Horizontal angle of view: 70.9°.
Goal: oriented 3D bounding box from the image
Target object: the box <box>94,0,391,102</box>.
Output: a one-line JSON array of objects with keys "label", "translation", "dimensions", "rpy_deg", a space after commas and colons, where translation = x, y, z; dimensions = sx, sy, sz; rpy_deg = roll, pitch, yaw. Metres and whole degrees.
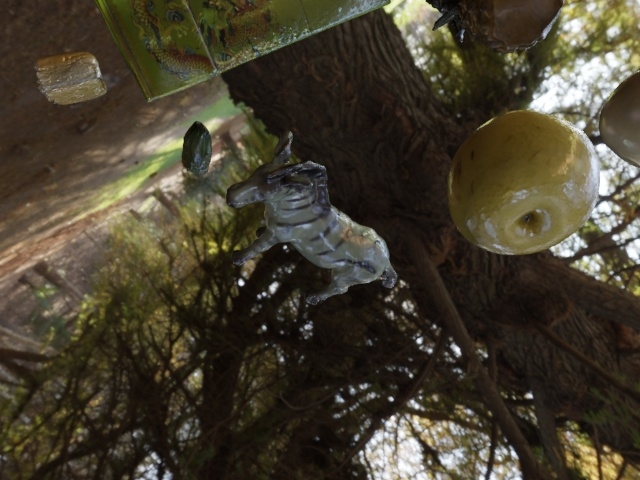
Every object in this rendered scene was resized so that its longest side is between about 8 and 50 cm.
[{"label": "box", "translation": [-0.082, -0.290, 0.485], "dimensions": [0.311, 0.172, 0.043], "rpy_deg": [-27, -156, -13]}]

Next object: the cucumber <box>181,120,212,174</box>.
[{"label": "cucumber", "translation": [-0.239, -0.175, 0.847], "dimensions": [0.035, 0.067, 0.107], "rpy_deg": [-38, 165, -38]}]

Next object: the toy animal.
[{"label": "toy animal", "translation": [0.000, -0.005, 0.436], "dimensions": [0.176, 0.217, 0.073], "rpy_deg": [-29, -140, 52]}]

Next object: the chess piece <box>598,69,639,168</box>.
[{"label": "chess piece", "translation": [0.436, -0.214, 0.482], "dimensions": [0.299, 0.167, 0.167], "rpy_deg": [-56, -171, 19]}]

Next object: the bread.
[{"label": "bread", "translation": [-0.450, -0.297, 0.810], "dimensions": [0.106, 0.082, 0.125], "rpy_deg": [-27, -167, -15]}]

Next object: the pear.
[{"label": "pear", "translation": [0.474, -0.136, 1.078], "dimensions": [0.348, 0.348, 0.348], "rpy_deg": [-32, -164, 11]}]

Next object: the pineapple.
[{"label": "pineapple", "translation": [0.245, -0.354, 0.673], "dimensions": [0.128, 0.128, 0.248], "rpy_deg": [-33, -152, 7]}]
